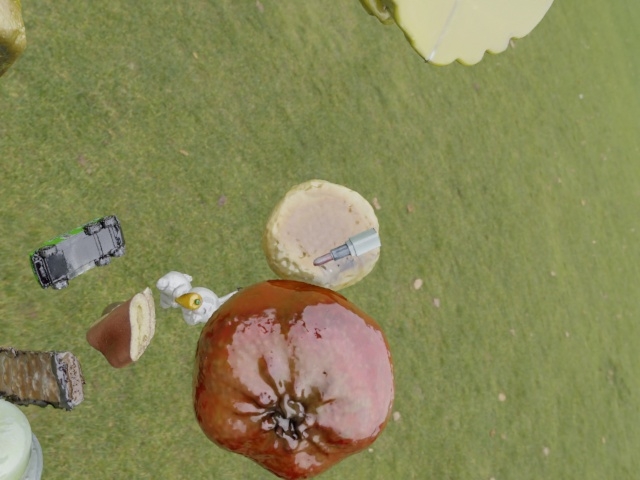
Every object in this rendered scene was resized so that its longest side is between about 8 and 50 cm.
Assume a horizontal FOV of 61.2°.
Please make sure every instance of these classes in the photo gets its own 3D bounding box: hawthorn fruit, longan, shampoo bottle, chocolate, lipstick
[{"bbox_3d":[-0.036,0.176,0.809,0.287,0.287,0.330,63,9,-13],"label":"hawthorn fruit"},{"bbox_3d":[-0.623,0.237,1.674,0.092,0.113,0.113,35,28,24],"label":"longan"},{"bbox_3d":[-0.781,0.520,1.161,0.323,0.317,0.322,19,23,-8],"label":"shampoo bottle"},{"bbox_3d":[-0.500,0.224,0.918,0.065,0.329,0.102,-14,97,-54],"label":"chocolate"},{"bbox_3d":[0.038,0.015,0.823,0.025,0.107,0.025,-119,-173,-58],"label":"lipstick"}]

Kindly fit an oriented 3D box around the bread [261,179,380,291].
[{"bbox_3d":[0.000,0.000,1.096,0.245,0.134,0.244,5,74,-16],"label":"bread"}]

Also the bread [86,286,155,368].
[{"bbox_3d":[-0.374,0.179,1.037,0.067,0.192,0.119,-8,73,-56],"label":"bread"}]

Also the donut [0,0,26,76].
[{"bbox_3d":[-0.629,-0.347,0.912,0.209,0.261,0.128,-16,82,-52],"label":"donut"}]

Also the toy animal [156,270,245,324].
[{"bbox_3d":[-0.240,0.118,1.118,0.182,0.131,0.127,25,48,8],"label":"toy animal"}]

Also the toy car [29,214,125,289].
[{"bbox_3d":[-0.387,0.016,0.858,0.165,0.063,0.071,-42,129,-53],"label":"toy car"}]

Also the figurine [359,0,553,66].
[{"bbox_3d":[0.022,-0.261,0.407,0.168,0.315,0.187,-9,122,-33],"label":"figurine"}]
